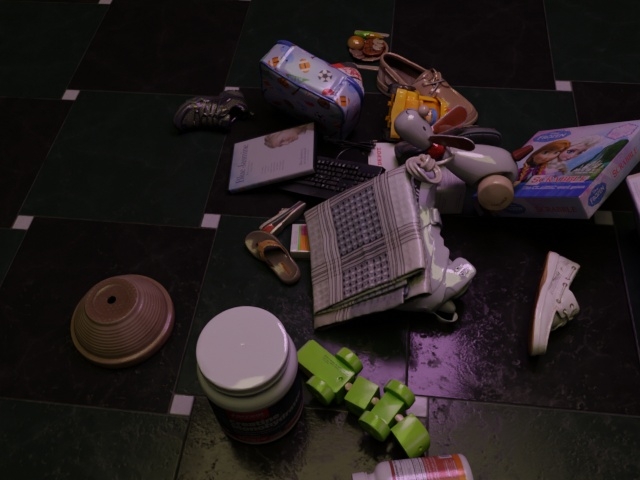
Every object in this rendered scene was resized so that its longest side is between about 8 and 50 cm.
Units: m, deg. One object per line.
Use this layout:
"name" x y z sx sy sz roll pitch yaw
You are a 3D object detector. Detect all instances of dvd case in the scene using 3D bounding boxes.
"dvd case" -0.128 -0.225 1.723 0.253 0.022 0.180 -13 52 17

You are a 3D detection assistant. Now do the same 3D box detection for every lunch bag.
"lunch bag" -0.032 -0.402 1.751 0.303 0.243 0.115 34 75 10

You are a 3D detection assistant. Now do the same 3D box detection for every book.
"book" 0.000 0.000 1.593 0.144 0.035 0.096 1 52 2

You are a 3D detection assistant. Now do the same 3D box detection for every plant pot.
"plant pot" -0.459 0.162 1.453 0.238 0.109 0.237 -2 53 3

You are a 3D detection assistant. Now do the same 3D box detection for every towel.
"towel" 0.091 0.018 1.433 0.312 0.056 0.324 -23 60 31

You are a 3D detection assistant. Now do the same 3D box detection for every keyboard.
"keyboard" 0.027 -0.197 1.660 0.317 0.033 0.201 15 64 35

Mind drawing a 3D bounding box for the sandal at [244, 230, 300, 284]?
"sandal" -0.118 0.034 1.553 0.072 0.049 0.180 -44 64 -2

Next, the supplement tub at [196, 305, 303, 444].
"supplement tub" -0.135 0.268 1.255 0.191 0.272 0.191 -2 54 2

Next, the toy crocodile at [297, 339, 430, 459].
"toy crocodile" 0.080 0.322 1.321 0.341 0.105 0.115 30 60 27

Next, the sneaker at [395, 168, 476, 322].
"sneaker" 0.262 0.009 1.477 0.210 0.137 0.365 18 78 10

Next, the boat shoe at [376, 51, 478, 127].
"boat shoe" 0.300 -0.432 1.843 0.341 0.110 0.121 33 62 24

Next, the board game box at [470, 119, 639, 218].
"board game box" 0.584 -0.172 1.556 0.318 0.065 0.319 -42 24 -25

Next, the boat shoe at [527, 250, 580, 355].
"boat shoe" 0.525 0.142 1.420 0.096 0.098 0.277 17 55 16

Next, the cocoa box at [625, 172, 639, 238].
"cocoa box" 0.834 0.019 1.373 0.228 0.231 0.347 -17 51 22

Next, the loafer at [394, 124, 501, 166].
"loafer" 0.314 -0.244 1.595 0.268 0.096 0.084 -15 49 -8

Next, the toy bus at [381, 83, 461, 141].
"toy bus" 0.275 -0.330 1.708 0.212 0.149 0.220 10 13 3

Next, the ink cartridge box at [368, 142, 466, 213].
"ink cartridge box" 0.242 -0.161 1.655 0.237 0.100 0.171 -1 53 2

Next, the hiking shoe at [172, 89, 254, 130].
"hiking shoe" -0.309 -0.361 1.839 0.227 0.086 0.114 -24 53 -15

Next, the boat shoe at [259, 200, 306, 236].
"boat shoe" -0.095 -0.059 1.632 0.137 0.049 0.043 -42 66 -17

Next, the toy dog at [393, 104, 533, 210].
"toy dog" 0.346 -0.213 1.461 0.334 0.161 0.220 18 40 -28

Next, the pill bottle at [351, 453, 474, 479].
"pill bottle" 0.170 0.468 1.187 0.216 0.121 0.121 -6 54 -1

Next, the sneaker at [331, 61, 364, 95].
"sneaker" -0.005 -0.445 1.882 0.270 0.090 0.145 -9 51 -6

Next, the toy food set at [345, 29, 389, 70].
"toy food set" 0.149 -0.615 2.029 0.133 0.038 0.192 8 55 9
